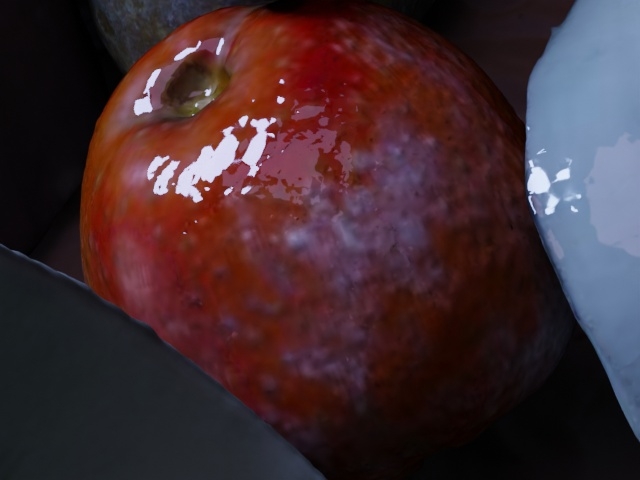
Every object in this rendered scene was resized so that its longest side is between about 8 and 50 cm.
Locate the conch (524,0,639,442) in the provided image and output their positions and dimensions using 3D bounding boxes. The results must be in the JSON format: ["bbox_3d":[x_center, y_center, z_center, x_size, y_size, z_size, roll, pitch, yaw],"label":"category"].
[{"bbox_3d":[0.144,-0.014,0.555,0.184,0.121,0.221,13,54,-21],"label":"conch"}]

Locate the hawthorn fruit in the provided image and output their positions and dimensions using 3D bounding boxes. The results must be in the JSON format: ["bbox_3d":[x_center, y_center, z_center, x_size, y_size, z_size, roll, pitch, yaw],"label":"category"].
[{"bbox_3d":[0.000,0.000,0.570,0.172,0.173,0.173,-8,45,8],"label":"hawthorn fruit"}]

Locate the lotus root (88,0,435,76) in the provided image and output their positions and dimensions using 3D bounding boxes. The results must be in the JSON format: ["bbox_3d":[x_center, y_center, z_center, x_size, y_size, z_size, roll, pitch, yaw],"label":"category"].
[{"bbox_3d":[-0.010,-0.168,0.748,0.175,0.175,0.350,7,51,21],"label":"lotus root"}]

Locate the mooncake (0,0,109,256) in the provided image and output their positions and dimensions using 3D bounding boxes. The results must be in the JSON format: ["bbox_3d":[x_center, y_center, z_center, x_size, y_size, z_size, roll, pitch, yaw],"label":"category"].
[{"bbox_3d":[-0.249,-0.064,0.718,0.306,0.154,0.306,-7,48,8],"label":"mooncake"}]

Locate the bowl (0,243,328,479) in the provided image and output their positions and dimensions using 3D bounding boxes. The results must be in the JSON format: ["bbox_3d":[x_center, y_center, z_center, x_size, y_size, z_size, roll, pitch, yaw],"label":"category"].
[{"bbox_3d":[-0.039,0.155,0.370,0.163,0.307,0.307,-47,46,9],"label":"bowl"}]
